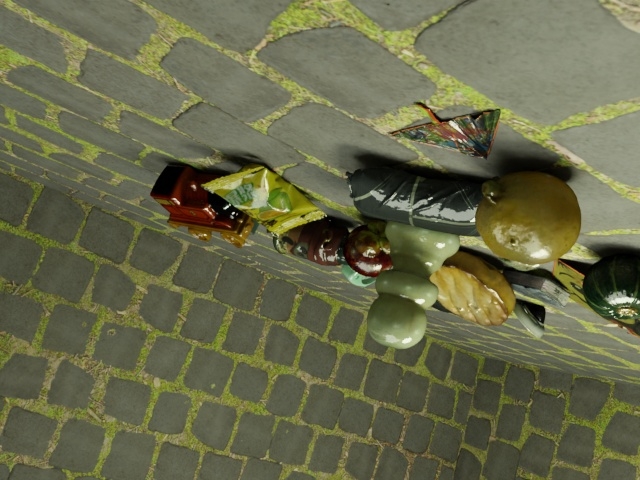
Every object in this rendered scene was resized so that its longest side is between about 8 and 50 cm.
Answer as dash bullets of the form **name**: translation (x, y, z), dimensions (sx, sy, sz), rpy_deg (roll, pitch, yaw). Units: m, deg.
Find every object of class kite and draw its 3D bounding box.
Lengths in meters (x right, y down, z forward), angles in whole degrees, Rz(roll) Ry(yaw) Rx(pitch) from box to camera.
- **kite**: translation (0.681, 0.143, 1.425), dimensions (0.327, 0.013, 0.377), rpy_deg (39, 179, -19)
- **kite**: translation (0.204, -0.170, 0.928), dimensions (0.183, 0.014, 0.241), rpy_deg (28, 166, -37)

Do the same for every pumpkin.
- **pumpkin**: translation (0.644, 0.099, 1.220), dimensions (0.167, 0.125, 0.167), rpy_deg (1, 156, 0)

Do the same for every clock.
- **clock**: translation (0.156, 0.079, 1.821), dimensions (0.060, 0.148, 0.188), rpy_deg (46, -173, 30)

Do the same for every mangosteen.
- **mangosteen**: translation (0.141, 0.006, 1.541), dimensions (0.145, 0.156, 0.182), rpy_deg (31, 132, 21)

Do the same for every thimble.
- **thimble**: translation (0.444, 0.020, 1.251), dimensions (0.062, 0.085, 0.110), rpy_deg (23, 169, -20)

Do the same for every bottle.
- **bottle**: translation (0.000, 0.000, 1.693), dimensions (0.271, 0.143, 0.156), rpy_deg (16, -166, 23)

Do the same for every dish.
- **dish**: translation (0.715, 0.247, 1.924), dimensions (0.141, 0.078, 0.141), rpy_deg (37, -158, -18)

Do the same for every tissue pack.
- **tissue pack**: translation (0.583, 0.127, 1.570), dimensions (0.112, 0.051, 0.156), rpy_deg (28, 174, -25)

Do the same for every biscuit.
- **biscuit**: translation (0.414, 0.125, 1.641), dimensions (0.296, 0.102, 0.296), rpy_deg (32, 158, 14)

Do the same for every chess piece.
- **chess piece**: translation (0.204, 0.082, 1.300), dimensions (0.182, 0.331, 0.182), rpy_deg (18, 167, 4)

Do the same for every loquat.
- **loquat**: translation (0.342, -0.044, 0.968), dimensions (0.204, 0.150, 0.172), rpy_deg (33, 162, -23)

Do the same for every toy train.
- **toy train**: translation (-0.329, -0.109, 1.661), dimensions (0.368, 0.163, 0.231), rpy_deg (9, 156, 37)

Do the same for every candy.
- **candy**: translation (-0.139, -0.102, 1.481), dimensions (0.187, 0.081, 0.297), rpy_deg (-20, 146, 29)

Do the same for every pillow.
- **pillow**: translation (0.212, -0.077, 1.143), dimensions (0.334, 0.093, 0.161), rpy_deg (14, 164, 15)

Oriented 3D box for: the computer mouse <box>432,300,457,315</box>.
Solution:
- **computer mouse**: translation (0.452, 0.206, 2.051), dimensions (0.269, 0.100, 0.170), rpy_deg (28, 167, -40)
